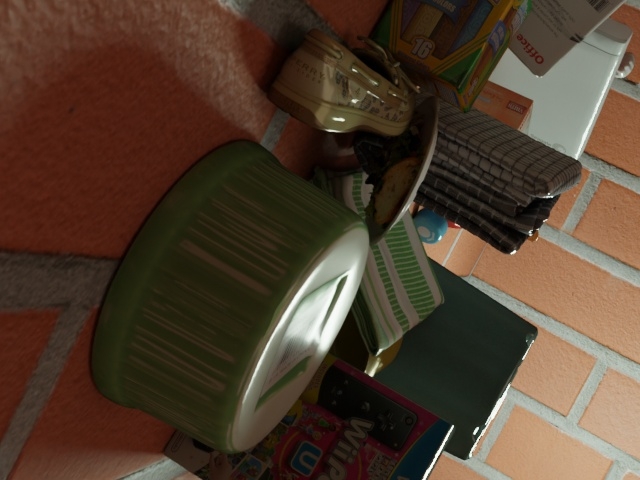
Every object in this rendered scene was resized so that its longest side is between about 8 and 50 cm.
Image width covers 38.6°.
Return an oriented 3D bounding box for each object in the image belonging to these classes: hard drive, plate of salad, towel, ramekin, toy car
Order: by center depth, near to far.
[{"bbox_3d":[-0.076,0.066,0.930,0.303,0.148,0.303,-54,163,-25],"label":"ramekin"},{"bbox_3d":[0.089,-0.089,1.120,0.200,0.048,0.200,-158,-90,-80],"label":"plate of salad"},{"bbox_3d":[0.087,0.009,1.274,0.038,0.248,0.325,-20,178,21],"label":"towel"},{"bbox_3d":[0.210,-0.107,1.296,0.235,0.283,0.121,-27,144,-62],"label":"towel"},{"bbox_3d":[0.424,-0.311,1.716,0.047,0.233,0.353,-52,162,-23],"label":"hard drive"},{"bbox_3d":[0.343,-0.081,1.849,0.219,0.238,0.210,-50,161,-37],"label":"toy car"}]

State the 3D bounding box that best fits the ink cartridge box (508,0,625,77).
[{"bbox_3d":[0.382,-0.394,1.454,0.219,0.160,0.092,-43,180,34],"label":"ink cartridge box"}]

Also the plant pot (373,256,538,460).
[{"bbox_3d":[0.163,0.181,1.554,0.341,0.334,0.341,-54,164,-24],"label":"plant pot"}]

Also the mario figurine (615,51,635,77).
[{"bbox_3d":[0.520,-0.429,1.799,0.320,0.198,0.170,-77,169,-50],"label":"mario figurine"}]

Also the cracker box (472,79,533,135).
[{"bbox_3d":[0.280,-0.203,1.590,0.067,0.155,0.232,-59,165,-9],"label":"cracker box"}]

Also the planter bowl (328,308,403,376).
[{"bbox_3d":[0.061,0.126,1.340,0.090,0.217,0.217,4,123,-25],"label":"planter bowl"}]

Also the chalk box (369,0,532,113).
[{"bbox_3d":[0.179,-0.291,1.137,0.213,0.132,0.132,-58,164,3],"label":"chalk box"}]

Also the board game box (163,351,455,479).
[{"bbox_3d":[-0.012,0.258,1.179,0.224,0.303,0.097,-59,164,-9],"label":"board game box"}]

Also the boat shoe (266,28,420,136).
[{"bbox_3d":[0.046,-0.173,0.991,0.089,0.104,0.285,-64,164,19],"label":"boat shoe"}]
